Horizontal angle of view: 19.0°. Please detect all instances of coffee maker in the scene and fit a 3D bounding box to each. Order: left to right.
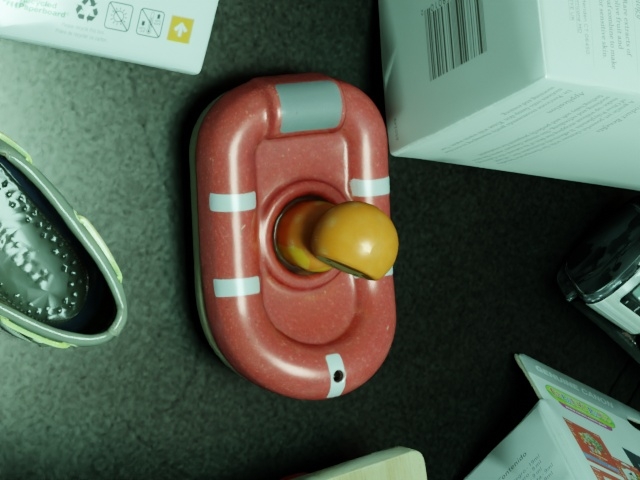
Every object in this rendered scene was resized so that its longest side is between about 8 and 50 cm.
[{"bbox_3d":[0.280,0.062,1.534,0.178,0.171,0.120,44,75,-12],"label":"coffee maker"}]

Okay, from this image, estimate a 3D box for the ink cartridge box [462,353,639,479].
[{"bbox_3d":[0.265,0.262,1.523,0.309,0.272,0.130,28,113,-30],"label":"ink cartridge box"}]

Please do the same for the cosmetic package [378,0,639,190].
[{"bbox_3d":[0.247,-0.133,1.428,0.365,0.197,0.155,6,72,-33],"label":"cosmetic package"}]

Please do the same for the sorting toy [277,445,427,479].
[{"bbox_3d":[-0.038,0.299,1.400,0.255,0.089,0.257,-14,103,-28],"label":"sorting toy"}]

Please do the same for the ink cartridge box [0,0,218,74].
[{"bbox_3d":[-0.122,-0.304,1.249,0.176,0.069,0.371,8,104,-31],"label":"ink cartridge box"}]

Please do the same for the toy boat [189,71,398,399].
[{"bbox_3d":[0.000,0.000,1.344,0.151,0.151,0.231,-8,101,-29],"label":"toy boat"}]

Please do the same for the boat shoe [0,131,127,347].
[{"bbox_3d":[-0.242,-0.037,1.231,0.305,0.091,0.109,45,74,-27],"label":"boat shoe"}]
